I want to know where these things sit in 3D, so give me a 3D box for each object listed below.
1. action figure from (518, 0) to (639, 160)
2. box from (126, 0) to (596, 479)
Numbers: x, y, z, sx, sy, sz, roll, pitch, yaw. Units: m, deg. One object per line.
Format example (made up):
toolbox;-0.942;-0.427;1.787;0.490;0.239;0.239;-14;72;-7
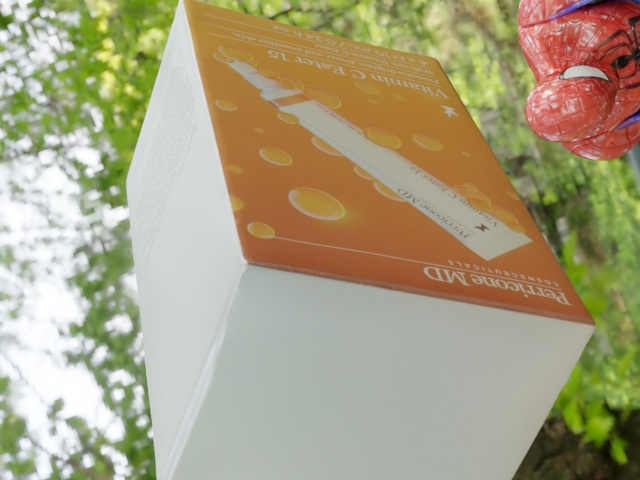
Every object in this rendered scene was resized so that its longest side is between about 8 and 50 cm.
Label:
action figure;0.178;-0.114;0.510;0.280;0.139;0.092;-43;-66;-45
box;0.000;0.000;0.798;0.345;0.215;0.168;-109;35;-53
